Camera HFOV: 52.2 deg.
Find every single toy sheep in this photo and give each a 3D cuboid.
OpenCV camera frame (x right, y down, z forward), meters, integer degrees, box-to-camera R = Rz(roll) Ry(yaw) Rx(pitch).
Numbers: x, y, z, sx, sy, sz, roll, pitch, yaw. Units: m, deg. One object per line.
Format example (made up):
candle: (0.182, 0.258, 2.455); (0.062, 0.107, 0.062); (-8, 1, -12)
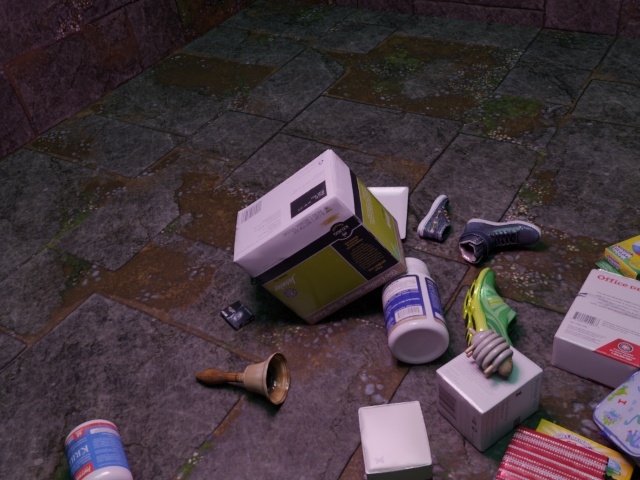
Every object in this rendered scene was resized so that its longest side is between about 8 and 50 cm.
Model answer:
toy sheep: (0.366, 0.240, 1.419); (0.091, 0.091, 0.132); (-30, 62, -23)

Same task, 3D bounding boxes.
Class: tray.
tray: (0.209, -0.085, 2.119); (0.145, 0.030, 0.270); (0, 40, 11)

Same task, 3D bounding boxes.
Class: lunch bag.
lunch bag: (0.676, 0.372, 1.344); (0.176, 0.090, 0.219); (-44, 9, 4)

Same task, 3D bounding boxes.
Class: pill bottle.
pill bottle: (-0.487, 0.519, 1.451); (0.124, 0.124, 0.221); (-23, 41, -17)
pill bottle: (0.240, 0.176, 1.703); (0.153, 0.153, 0.265); (-6, 39, 4)

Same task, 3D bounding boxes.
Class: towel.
towel: (0.450, 0.523, 1.321); (0.199, 0.031, 0.275); (15, 50, 29)

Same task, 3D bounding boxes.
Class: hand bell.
hand bell: (-0.212, 0.345, 1.645); (0.242, 0.126, 0.126); (-4, 38, 24)

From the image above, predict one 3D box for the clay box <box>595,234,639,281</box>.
clay box: (0.896, 0.048, 1.812); (0.222, 0.053, 0.127); (-19, 40, -13)

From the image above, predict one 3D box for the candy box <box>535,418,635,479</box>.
candy box: (0.552, 0.467, 1.394); (0.206, 0.027, 0.105); (20, 46, 30)

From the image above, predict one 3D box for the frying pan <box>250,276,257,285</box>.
frying pan: (-0.211, 0.026, 2.009); (0.197, 0.053, 0.326); (-9, 31, 33)

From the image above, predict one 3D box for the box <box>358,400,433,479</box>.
box: (0.155, 0.457, 1.318); (0.127, 0.232, 0.148); (-8, 40, 2)

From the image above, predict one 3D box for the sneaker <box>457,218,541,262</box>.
sneaker: (0.512, 0.007, 1.895); (0.226, 0.086, 0.163); (4, 30, 30)

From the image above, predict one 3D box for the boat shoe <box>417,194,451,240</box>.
boat shoe: (0.380, -0.067, 2.044); (0.083, 0.065, 0.183); (19, 54, 28)

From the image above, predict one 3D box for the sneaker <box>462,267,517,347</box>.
sneaker: (0.443, 0.192, 1.706); (0.123, 0.109, 0.295); (18, 40, -3)

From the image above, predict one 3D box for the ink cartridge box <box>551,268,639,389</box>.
ink cartridge box: (0.713, 0.215, 1.597); (0.197, 0.114, 0.273); (20, 48, 32)

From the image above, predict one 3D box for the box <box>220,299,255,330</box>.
box: (-0.236, 0.212, 1.855); (0.067, 0.018, 0.083); (-30, 44, -24)

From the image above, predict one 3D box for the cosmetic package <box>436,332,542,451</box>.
cosmetic package: (0.380, 0.341, 1.480); (0.183, 0.151, 0.151); (-28, 43, -20)

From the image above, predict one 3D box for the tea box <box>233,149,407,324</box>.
tea box: (0.000, 0.000, 1.742); (0.329, 0.323, 0.220); (-31, 34, 21)
